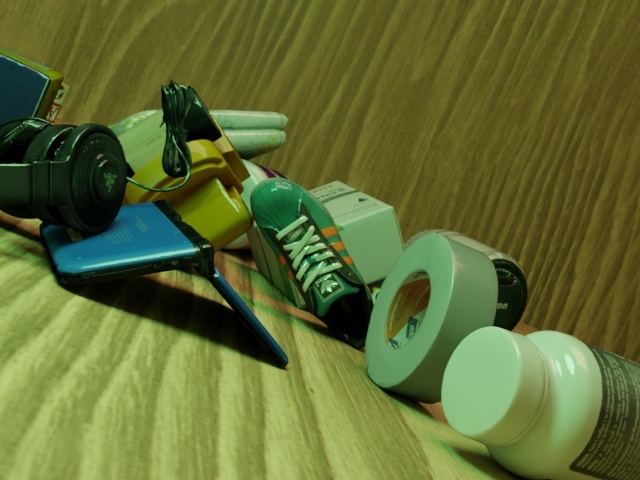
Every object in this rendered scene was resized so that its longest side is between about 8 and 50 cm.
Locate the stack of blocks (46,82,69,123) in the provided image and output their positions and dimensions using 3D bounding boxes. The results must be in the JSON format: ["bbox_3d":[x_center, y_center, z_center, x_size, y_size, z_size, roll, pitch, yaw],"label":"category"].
[{"bbox_3d":[-0.674,-0.297,2.259,0.297,0.171,0.087,25,4,24],"label":"stack of blocks"}]

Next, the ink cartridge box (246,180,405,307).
[{"bbox_3d":[0.000,0.000,1.997,0.211,0.121,0.289,-21,18,-14],"label":"ink cartridge box"}]

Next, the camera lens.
[{"bbox_3d":[0.316,0.103,2.521,0.219,0.219,0.274,22,5,-32],"label":"camera lens"}]

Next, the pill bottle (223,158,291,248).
[{"bbox_3d":[-0.146,-0.069,2.305,0.181,0.181,0.323,25,4,13],"label":"pill bottle"}]

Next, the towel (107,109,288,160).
[{"bbox_3d":[-0.292,-0.190,2.215,0.374,0.090,0.320,-5,-8,-38],"label":"towel"}]

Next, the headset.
[{"bbox_3d":[-0.327,-0.111,1.370,0.394,0.185,0.243,-4,11,-41],"label":"headset"}]

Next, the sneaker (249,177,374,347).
[{"bbox_3d":[0.001,0.037,1.695,0.302,0.108,0.121,54,5,-23],"label":"sneaker"}]

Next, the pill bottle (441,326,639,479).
[{"bbox_3d":[0.304,0.210,1.330,0.318,0.176,0.176,22,4,-31],"label":"pill bottle"}]

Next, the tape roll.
[{"bbox_3d":[0.144,0.103,1.485,0.072,0.219,0.219,23,4,-20],"label":"tape roll"}]

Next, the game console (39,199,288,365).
[{"bbox_3d":[-0.202,0.060,1.383,0.250,0.173,0.293,-10,15,-17],"label":"game console"}]

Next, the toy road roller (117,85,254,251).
[{"bbox_3d":[-0.210,-0.068,1.797,0.240,0.202,0.329,58,0,17],"label":"toy road roller"}]

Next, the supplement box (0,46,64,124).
[{"bbox_3d":[-0.540,-0.213,1.758,0.194,0.195,0.356,24,5,-12],"label":"supplement box"}]

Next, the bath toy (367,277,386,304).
[{"bbox_3d":[0.166,0.138,1.847,0.151,0.129,0.348,-14,17,-19],"label":"bath toy"}]
